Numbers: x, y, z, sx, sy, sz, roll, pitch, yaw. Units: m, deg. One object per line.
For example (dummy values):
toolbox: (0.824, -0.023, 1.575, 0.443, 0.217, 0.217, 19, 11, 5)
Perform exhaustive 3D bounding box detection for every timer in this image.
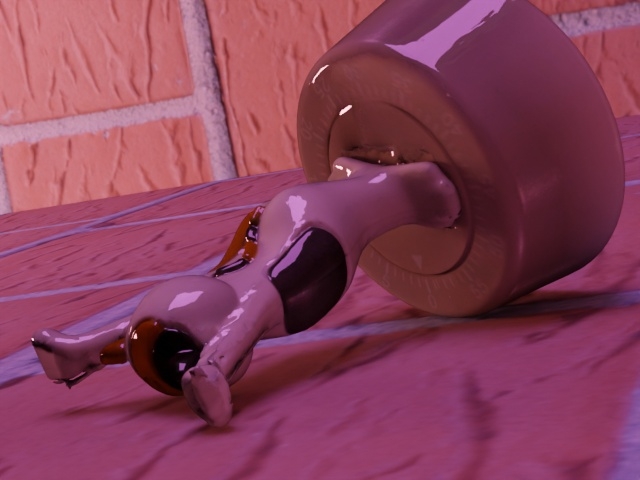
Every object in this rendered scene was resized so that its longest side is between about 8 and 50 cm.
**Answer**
timer: (0.000, 0.000, 0.761, 0.266, 0.175, 0.175, -33, 18, -32)
